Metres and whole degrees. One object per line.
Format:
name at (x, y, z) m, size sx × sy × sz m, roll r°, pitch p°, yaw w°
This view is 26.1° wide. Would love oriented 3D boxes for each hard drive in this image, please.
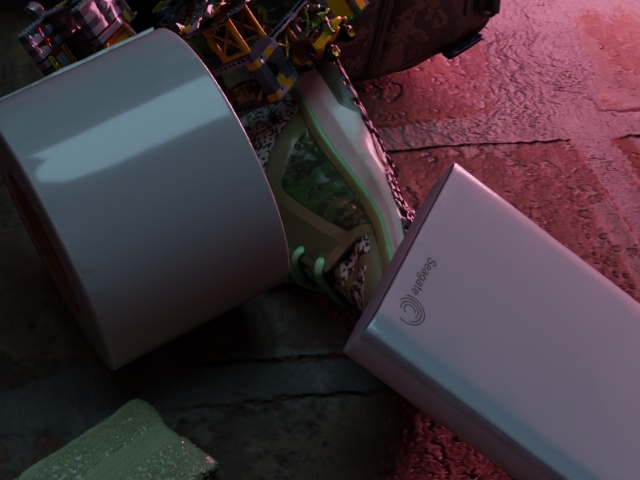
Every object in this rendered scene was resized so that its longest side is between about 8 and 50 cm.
hard drive at (0.206, 0.113, 1.120) m, size 0.353 × 0.047 × 0.233 m, roll 37°, pitch 42°, yaw -4°

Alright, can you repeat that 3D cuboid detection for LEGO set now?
LEGO set at (-0.136, -0.231, 1.365) m, size 0.331 × 0.192 × 0.255 m, roll -9°, pitch 33°, yaw 46°

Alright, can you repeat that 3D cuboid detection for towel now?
towel at (-0.163, 0.189, 1.087) m, size 0.110 × 0.027 × 0.148 m, roll 35°, pitch 47°, yaw 27°

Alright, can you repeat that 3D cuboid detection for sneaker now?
sneaker at (0.000, 0.000, 1.295) m, size 0.182 × 0.158 × 0.410 m, roll -27°, pitch 45°, yaw 7°

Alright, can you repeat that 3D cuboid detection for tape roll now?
tape roll at (-0.157, -0.034, 1.159) m, size 0.169 × 0.246 × 0.246 m, roll -28°, pitch 50°, yaw -15°

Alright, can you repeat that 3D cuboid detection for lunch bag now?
lunch bag at (0.032, -0.330, 1.589) m, size 0.256 × 0.213 × 0.305 m, roll -16°, pitch 47°, yaw -26°

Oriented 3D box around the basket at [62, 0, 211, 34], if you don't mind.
basket at (-0.232, -0.338, 1.607) m, size 0.204 × 0.154 × 0.227 m, roll -2°, pitch 36°, yaw -28°
